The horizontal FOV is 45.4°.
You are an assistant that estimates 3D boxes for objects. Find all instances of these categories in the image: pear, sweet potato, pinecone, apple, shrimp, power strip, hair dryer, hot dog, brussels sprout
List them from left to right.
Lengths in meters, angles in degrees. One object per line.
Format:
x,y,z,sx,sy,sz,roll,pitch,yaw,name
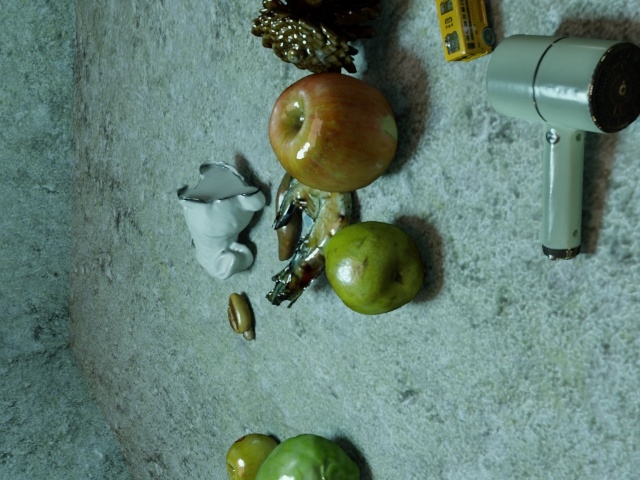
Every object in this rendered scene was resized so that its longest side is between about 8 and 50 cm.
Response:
-0.229,0.220,2.209,0.090,0.060,0.140,-52,49,54,hot dog
-0.188,0.640,2.170,0.182,0.155,0.182,21,116,51,apple
-0.086,-0.047,1.910,0.078,0.058,0.255,-124,34,-59,sweet potato
-0.046,-0.011,1.788,0.365,0.071,0.233,-55,49,28,shrimp
-0.031,0.623,1.866,0.273,0.242,0.317,0,105,33,brussels sprout
0.000,0.000,1.811,0.047,0.030,0.191,-42,63,53,power strip
0.007,-0.452,1.489,0.264,0.264,0.264,22,117,53,pinecone
0.035,-0.216,1.520,0.242,0.241,0.242,-9,79,48,apple
0.106,0.053,1.527,0.200,0.200,0.200,22,117,53,pear
0.363,-0.121,1.152,0.203,0.128,0.362,25,127,52,hair dryer

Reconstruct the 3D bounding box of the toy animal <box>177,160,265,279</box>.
-0.270,-0.028,2.112,0.258,0.194,0.357,24,138,26,toy animal

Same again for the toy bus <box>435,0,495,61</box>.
0.237,-0.387,1.291,0.069,0.074,0.162,-6,95,59,toy bus
